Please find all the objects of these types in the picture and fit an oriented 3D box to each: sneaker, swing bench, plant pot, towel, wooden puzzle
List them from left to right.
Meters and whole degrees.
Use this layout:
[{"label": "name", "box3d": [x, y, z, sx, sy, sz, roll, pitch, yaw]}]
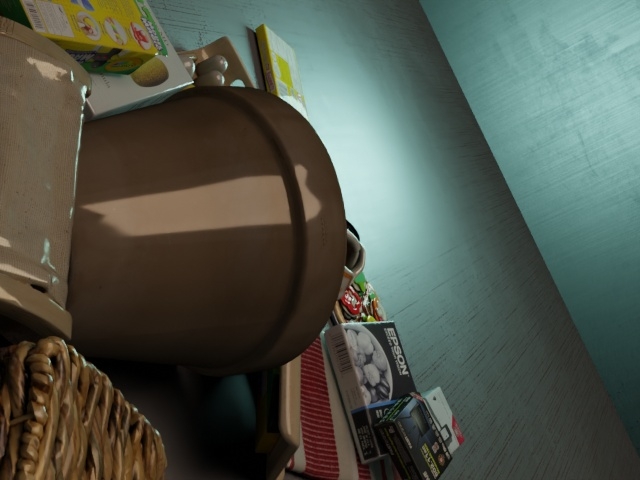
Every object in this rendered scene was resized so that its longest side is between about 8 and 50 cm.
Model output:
[{"label": "swing bench", "box3d": [-0.317, -0.023, 0.679, 0.165, 0.254, 0.253, 38, 34, -43]}, {"label": "plant pot", "box3d": [-0.181, -0.002, 0.922, 0.280, 0.323, 0.323, -6, 71, -48]}, {"label": "wooden puzzle", "box3d": [-0.053, 0.169, 1.111, 0.239, 0.044, 0.221, 104, -12, -62]}, {"label": "sneaker", "box3d": [0.000, 0.000, 1.410, 0.126, 0.127, 0.321, 41, 23, -26]}, {"label": "towel", "box3d": [0.027, 0.254, 1.364, 0.329, 0.037, 0.237, 29, 43, -49]}]

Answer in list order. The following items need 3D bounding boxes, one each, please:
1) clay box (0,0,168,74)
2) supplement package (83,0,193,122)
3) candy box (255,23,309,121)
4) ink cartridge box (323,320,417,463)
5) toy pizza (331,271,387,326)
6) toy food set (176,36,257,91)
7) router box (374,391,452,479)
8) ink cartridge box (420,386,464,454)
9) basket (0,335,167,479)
[{"label": "clay box", "box3d": [-0.257, -0.241, 0.935, 0.127, 0.053, 0.222, 64, 24, 7]}, {"label": "supplement package", "box3d": [-0.282, -0.195, 1.066, 0.139, 0.133, 0.244, 60, 25, -7]}, {"label": "candy box", "box3d": [-0.072, -0.308, 1.728, 0.105, 0.027, 0.206, 34, 38, -52]}, {"label": "ink cartridge box", "box3d": [0.107, 0.229, 1.416, 0.208, 0.045, 0.206, 4, 65, -53]}, {"label": "toy pizza", "box3d": [0.072, 0.118, 1.588, 0.201, 0.032, 0.201, 45, 30, -35]}, {"label": "toy food set", "box3d": [-0.162, -0.203, 1.364, 0.220, 0.092, 0.306, 62, 25, -3]}, {"label": "router box", "box3d": [0.139, 0.298, 1.338, 0.092, 0.038, 0.122, -35, 99, -53]}, {"label": "ink cartridge box", "box3d": [0.179, 0.327, 1.556, 0.150, 0.063, 0.109, -14, 78, -65]}, {"label": "basket", "box3d": [-0.220, 0.232, 0.509, 0.213, 0.223, 0.299, 67, 17, -54]}]
